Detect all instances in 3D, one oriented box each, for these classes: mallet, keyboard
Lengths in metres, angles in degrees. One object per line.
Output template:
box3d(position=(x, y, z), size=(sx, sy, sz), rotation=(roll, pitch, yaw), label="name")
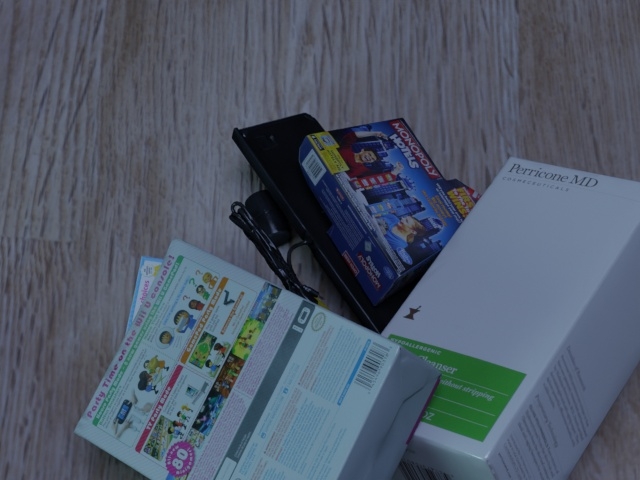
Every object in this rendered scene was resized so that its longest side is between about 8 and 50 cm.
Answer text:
box3d(position=(0.012, -0.034, 1.708), size=(0.189, 0.039, 0.062), rotation=(-8, 62, -13), label="mallet")
box3d(position=(0.000, 0.000, 1.635), size=(0.201, 0.033, 0.317), rotation=(-18, 64, -41), label="keyboard")

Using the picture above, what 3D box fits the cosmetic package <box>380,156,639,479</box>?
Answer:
box3d(position=(0.201, 0.102, 1.543), size=(0.197, 0.155, 0.365), rotation=(13, 55, 37), label="cosmetic package")

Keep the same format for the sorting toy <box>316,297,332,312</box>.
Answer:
box3d(position=(-0.033, 0.183, 1.576), size=(0.132, 0.046, 0.275), rotation=(22, 59, 7), label="sorting toy")

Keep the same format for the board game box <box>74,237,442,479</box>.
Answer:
box3d(position=(-0.065, 0.156, 1.454), size=(0.303, 0.097, 0.224), rotation=(25, 85, 36), label="board game box")

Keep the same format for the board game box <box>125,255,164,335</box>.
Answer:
box3d(position=(-0.155, 0.096, 1.626), size=(0.103, 0.026, 0.154), rotation=(9, 62, 0), label="board game box")

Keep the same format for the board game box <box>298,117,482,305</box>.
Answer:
box3d(position=(0.093, -0.039, 1.661), size=(0.194, 0.060, 0.194), rotation=(-12, 61, -40), label="board game box")
